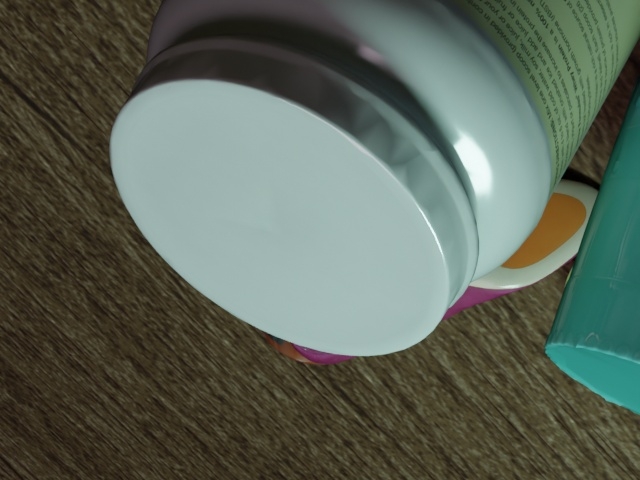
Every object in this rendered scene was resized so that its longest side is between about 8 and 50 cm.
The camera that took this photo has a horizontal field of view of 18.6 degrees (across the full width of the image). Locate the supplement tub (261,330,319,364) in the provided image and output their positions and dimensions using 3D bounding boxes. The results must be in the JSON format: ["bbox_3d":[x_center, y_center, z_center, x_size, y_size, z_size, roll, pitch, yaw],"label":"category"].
[{"bbox_3d":[0.000,0.000,1.476,0.106,0.106,0.198,21,145,17],"label":"supplement tub"}]

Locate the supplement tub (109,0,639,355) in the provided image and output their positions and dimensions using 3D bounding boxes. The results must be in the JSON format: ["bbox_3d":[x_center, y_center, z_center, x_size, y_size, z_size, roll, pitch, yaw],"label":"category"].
[{"bbox_3d":[0.049,-0.120,1.093,0.235,0.325,0.235,21,144,16],"label":"supplement tub"}]

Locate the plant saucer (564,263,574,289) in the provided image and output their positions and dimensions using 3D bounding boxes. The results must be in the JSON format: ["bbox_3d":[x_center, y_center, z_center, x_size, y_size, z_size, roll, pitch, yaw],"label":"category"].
[{"bbox_3d":[0.291,0.064,1.384,0.241,0.037,0.241,20,144,16],"label":"plant saucer"}]

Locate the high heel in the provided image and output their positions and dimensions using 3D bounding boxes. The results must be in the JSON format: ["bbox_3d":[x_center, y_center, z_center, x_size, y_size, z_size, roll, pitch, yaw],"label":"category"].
[{"bbox_3d":[0.090,0.025,1.406,0.082,0.244,0.117,63,180,11],"label":"high heel"}]

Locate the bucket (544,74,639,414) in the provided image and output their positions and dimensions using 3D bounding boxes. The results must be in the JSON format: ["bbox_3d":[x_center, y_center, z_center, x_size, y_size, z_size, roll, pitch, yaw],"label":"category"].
[{"bbox_3d":[0.277,0.032,1.142,0.281,0.183,0.281,25,172,4],"label":"bucket"}]
